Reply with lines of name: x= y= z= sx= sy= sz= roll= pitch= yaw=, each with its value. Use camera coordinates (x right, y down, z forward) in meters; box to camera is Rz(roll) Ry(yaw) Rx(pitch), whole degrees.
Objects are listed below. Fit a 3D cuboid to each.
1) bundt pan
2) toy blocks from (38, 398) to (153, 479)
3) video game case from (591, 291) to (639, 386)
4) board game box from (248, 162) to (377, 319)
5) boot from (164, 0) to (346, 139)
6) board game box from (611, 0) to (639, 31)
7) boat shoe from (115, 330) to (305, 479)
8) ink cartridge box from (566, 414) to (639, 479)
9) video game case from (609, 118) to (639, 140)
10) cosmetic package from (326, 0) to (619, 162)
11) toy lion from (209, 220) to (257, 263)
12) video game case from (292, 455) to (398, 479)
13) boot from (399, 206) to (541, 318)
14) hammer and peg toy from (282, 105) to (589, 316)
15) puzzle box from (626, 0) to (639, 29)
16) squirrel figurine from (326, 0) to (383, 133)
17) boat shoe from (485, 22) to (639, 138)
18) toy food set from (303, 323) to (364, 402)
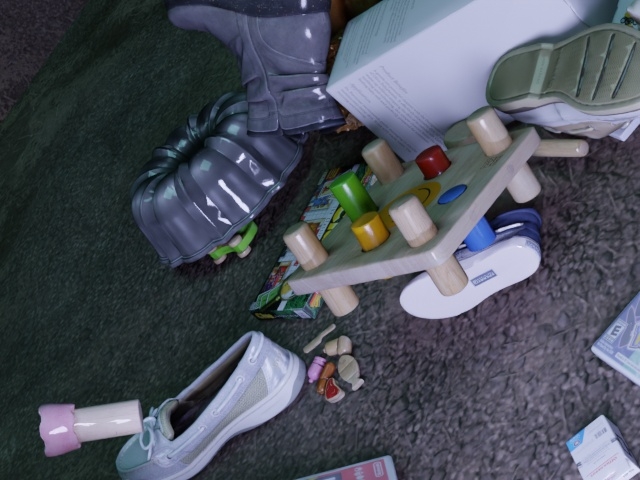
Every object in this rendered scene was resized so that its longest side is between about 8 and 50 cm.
bundt pan: x=-0.183 y=-0.117 z=2.290 sx=0.331 sy=0.124 sz=0.331 roll=-36 pitch=24 yaw=19
toy blocks: x=-0.320 y=0.379 z=1.634 sx=0.260 sy=0.309 sz=0.288 roll=-9 pitch=17 yaw=-2
video game case: x=0.380 y=0.079 z=1.382 sx=0.183 sy=0.023 sz=0.201 roll=-49 pitch=27 yaw=0
board game box: x=0.000 y=0.000 z=2.023 sx=0.136 sy=0.030 sz=0.259 roll=-4 pitch=51 yaw=50
boot: x=-0.107 y=-0.256 z=2.060 sx=0.118 sy=0.222 sz=0.338 roll=-14 pitch=16 yaw=-38
board game box: x=0.488 y=-0.303 z=1.634 sx=0.305 sy=0.053 sz=0.193 roll=-6 pitch=54 yaw=46
boat shoe: x=-0.165 y=0.228 z=1.892 sx=0.320 sy=0.103 sz=0.118 roll=-34 pitch=31 yaw=26
ink cartridge box: x=0.274 y=0.213 z=1.358 sx=0.048 sy=0.028 sz=0.083 roll=-41 pitch=28 yaw=15
video game case: x=0.365 y=-0.171 z=1.730 sx=0.087 sy=0.011 sz=0.122 roll=-49 pitch=28 yaw=-1
cosmetic package: x=0.208 y=-0.261 z=1.861 sx=0.365 sy=0.197 sz=0.155 roll=-26 pitch=35 yaw=39
toy lion: x=-0.135 y=-0.011 z=2.232 sx=0.100 sy=0.034 sz=0.096 roll=-14 pitch=36 yaw=47
video game case: x=-0.049 y=0.315 z=1.506 sx=0.285 sy=0.025 sz=0.204 roll=-15 pitch=16 yaw=1
boot: x=0.184 y=0.028 z=1.696 sx=0.190 sy=0.069 sz=0.086 roll=-23 pitch=29 yaw=28
hammer and peg toy: x=0.141 y=-0.068 z=1.696 sx=0.266 sy=0.127 sz=0.361 roll=-13 pitch=27 yaw=48
puzzle box: x=0.553 y=-0.340 z=1.503 sx=0.409 sy=0.052 sz=0.272 roll=-47 pitch=38 yaw=1
squirrel figurine: x=0.072 y=-0.351 z=2.161 sx=0.370 sy=0.281 sz=0.397 roll=1 pitch=85 yaw=32
boat shoe: x=0.326 y=-0.182 z=1.660 sx=0.302 sy=0.103 sz=0.113 roll=11 pitch=79 yaw=60
toy food set: x=0.016 y=0.165 z=1.804 sx=0.078 sy=0.019 sz=0.122 roll=-41 pitch=36 yaw=16
